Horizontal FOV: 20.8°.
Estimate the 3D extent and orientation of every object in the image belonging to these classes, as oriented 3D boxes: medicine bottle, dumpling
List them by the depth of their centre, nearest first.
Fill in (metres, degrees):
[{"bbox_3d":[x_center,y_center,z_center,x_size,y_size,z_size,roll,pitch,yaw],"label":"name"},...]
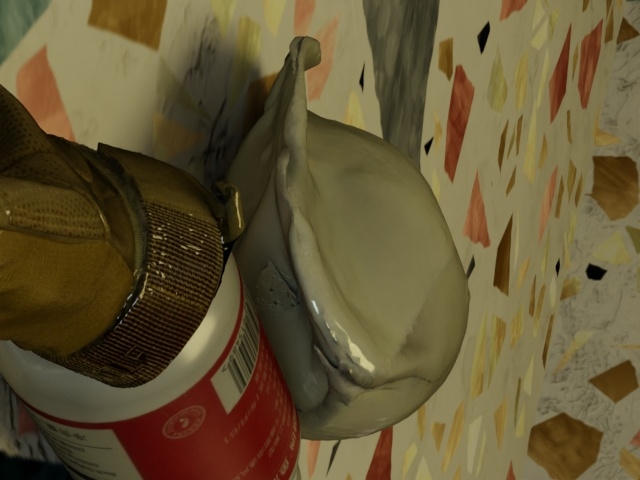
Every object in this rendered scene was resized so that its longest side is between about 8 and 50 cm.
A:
[{"bbox_3d":[-0.085,0.086,0.945,0.250,0.131,0.131,73,30,-55],"label":"medicine bottle"},{"bbox_3d":[-0.001,0.000,1.133,0.341,0.181,0.260,-1,77,-65],"label":"dumpling"}]

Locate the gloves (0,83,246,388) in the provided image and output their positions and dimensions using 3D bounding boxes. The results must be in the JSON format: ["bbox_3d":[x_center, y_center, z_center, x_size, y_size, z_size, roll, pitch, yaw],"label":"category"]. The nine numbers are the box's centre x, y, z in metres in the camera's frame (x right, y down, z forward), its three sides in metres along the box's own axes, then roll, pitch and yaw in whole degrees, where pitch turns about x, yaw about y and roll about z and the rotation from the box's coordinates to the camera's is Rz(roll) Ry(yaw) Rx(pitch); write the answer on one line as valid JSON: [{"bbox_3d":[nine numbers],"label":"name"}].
[{"bbox_3d":[-0.150,-0.030,0.662,0.331,0.141,0.154,37,49,-61],"label":"gloves"}]
